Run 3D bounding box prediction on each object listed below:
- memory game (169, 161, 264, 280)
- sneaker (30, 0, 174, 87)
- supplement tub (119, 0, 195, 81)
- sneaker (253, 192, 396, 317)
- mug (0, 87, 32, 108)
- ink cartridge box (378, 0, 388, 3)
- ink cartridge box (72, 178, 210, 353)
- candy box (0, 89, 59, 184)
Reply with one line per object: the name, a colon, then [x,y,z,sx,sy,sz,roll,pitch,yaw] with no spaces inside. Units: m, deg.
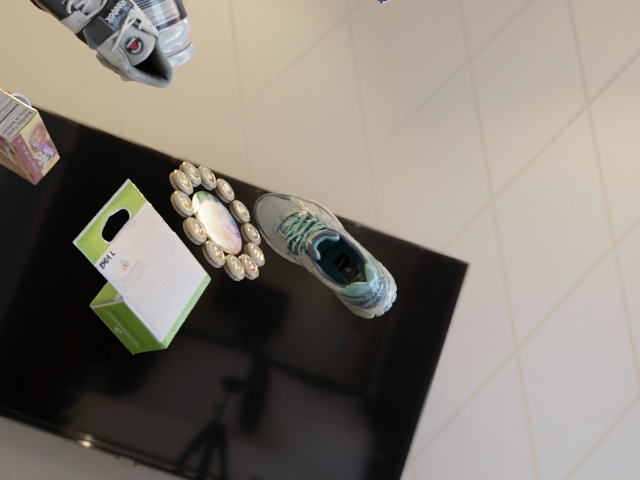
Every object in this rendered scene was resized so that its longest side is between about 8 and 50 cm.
memory game: [-0.136,-0.027,0.998,0.012,0.186,0.186,-31,-34,19]
sneaker: [-0.337,-0.357,1.188,0.146,0.122,0.330,34,-4,26]
supplement tub: [-0.380,-0.483,1.504,0.191,0.191,0.272,9,-53,43]
sneaker: [0.000,0.000,1.156,0.283,0.110,0.122,37,-6,24]
mug: [-0.610,-0.214,1.262,0.169,0.150,0.113,24,-29,11]
ink cartridge box: [0.143,-0.663,1.798,0.165,0.065,0.332,37,31,0]
ink cartridge box: [-0.340,0.048,1.339,0.097,0.189,0.255,-14,-58,35]
candy box: [-0.409,-0.151,0.876,0.187,0.053,0.109,32,-22,7]
